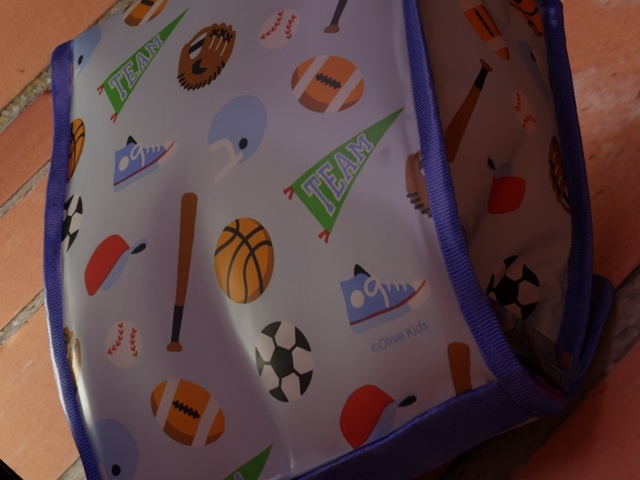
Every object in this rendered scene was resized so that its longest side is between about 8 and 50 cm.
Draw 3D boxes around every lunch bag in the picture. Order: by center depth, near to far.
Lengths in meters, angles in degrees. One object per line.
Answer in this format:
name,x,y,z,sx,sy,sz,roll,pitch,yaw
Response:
lunch bag,0.000,0.000,1.107,0.327,0.239,0.386,-28,46,29

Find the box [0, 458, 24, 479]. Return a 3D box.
box,-0.250,0.220,1.082,0.103,0.261,0.184,36,75,29
